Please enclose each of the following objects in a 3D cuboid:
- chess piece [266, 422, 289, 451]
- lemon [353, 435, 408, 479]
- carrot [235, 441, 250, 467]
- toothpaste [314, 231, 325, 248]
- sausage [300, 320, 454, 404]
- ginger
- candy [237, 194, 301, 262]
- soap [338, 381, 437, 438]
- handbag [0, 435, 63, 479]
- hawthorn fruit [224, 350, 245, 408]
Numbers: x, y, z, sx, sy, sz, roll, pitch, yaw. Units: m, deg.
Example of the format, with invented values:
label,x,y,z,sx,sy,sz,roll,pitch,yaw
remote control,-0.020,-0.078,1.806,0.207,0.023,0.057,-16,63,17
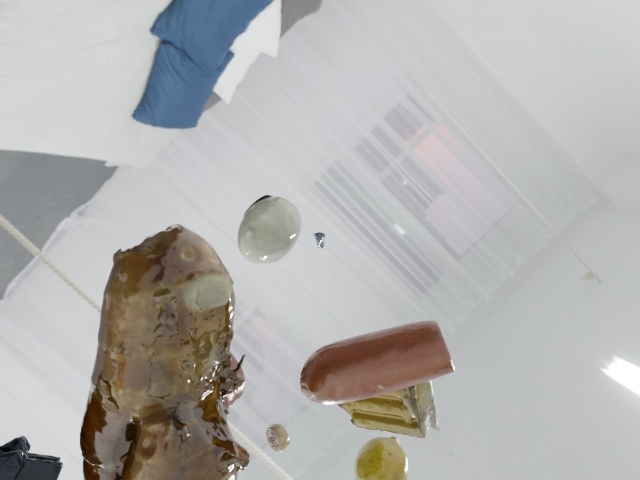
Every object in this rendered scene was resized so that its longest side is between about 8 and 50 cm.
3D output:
label,x,y,z,sx,sy,sz,roll,pitch,yaw
chess piece,-0.134,0.615,1.250,0.038,0.083,0.084,-17,164,-43
lemon,0.264,0.973,1.723,0.228,0.228,0.253,-40,-174,47
carrot,-0.266,0.612,1.182,0.055,0.161,0.055,-28,-160,11
toothpaste,0.000,0.000,0.942,0.083,0.027,0.019,83,19,-67
sausage,0.091,0.214,0.693,0.260,0.113,0.113,-15,-173,3
ginger,-0.188,0.193,0.538,0.176,0.255,0.417,6,98,-65
candy,-0.179,-0.026,1.468,0.295,0.185,0.295,-42,151,-30
soap,0.137,0.365,0.962,0.258,0.160,0.080,-13,173,43
handbag,-0.581,0.439,0.555,0.122,0.304,0.328,-27,-135,50
hawthorn fruit,-0.280,0.322,0.957,0.185,0.202,0.185,-17,178,-1
